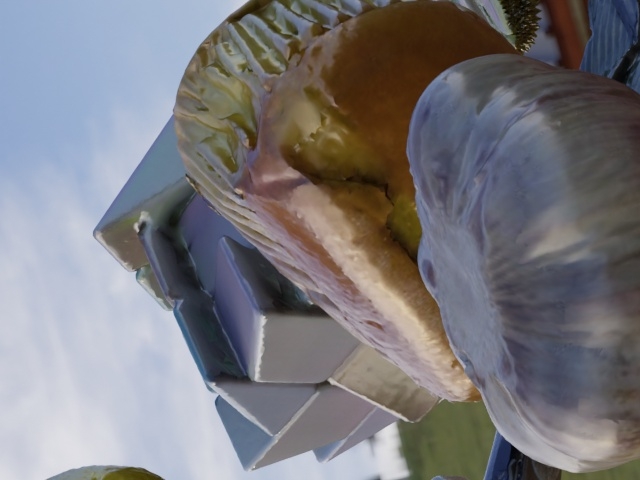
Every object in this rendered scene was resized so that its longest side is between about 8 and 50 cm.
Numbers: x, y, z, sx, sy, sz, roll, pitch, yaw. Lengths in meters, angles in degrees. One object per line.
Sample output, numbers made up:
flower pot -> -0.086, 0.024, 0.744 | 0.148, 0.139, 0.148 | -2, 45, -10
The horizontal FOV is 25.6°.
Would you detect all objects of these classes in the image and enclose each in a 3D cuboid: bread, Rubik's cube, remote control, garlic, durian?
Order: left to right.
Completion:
Rubik's cube -> 0.000, 0.000, 1.304 | 0.387, 0.368, 0.358 | 8, -139, -42
bread -> 0.056, -0.030, 0.848 | 0.288, 0.204, 0.156 | 44, -174, -32
durian -> 0.212, -0.312, 1.758 | 0.146, 0.102, 0.208 | -20, 88, 64
remote control -> 0.222, 0.178, 1.488 | 0.090, 0.066, 0.266 | 36, -121, -48
garlic -> 0.096, 0.007, 0.521 | 0.147, 0.102, 0.159 | 101, 150, -56

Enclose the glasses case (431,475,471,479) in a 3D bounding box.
glasses case -> 0.183, 0.332, 1.625 | 0.196, 0.050, 0.083 | 22, 106, 63

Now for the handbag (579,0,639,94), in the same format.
handbag -> 0.366, -0.102, 1.346 | 0.247, 0.240, 0.341 | 28, -108, -43

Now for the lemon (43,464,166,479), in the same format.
lemon -> -0.160, 0.244, 0.974 | 0.193, 0.180, 0.180 | -15, 92, 61

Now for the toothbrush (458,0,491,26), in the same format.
toothbrush -> 0.135, -0.148, 1.095 | 0.024, 0.018, 0.257 | -41, -71, -38
